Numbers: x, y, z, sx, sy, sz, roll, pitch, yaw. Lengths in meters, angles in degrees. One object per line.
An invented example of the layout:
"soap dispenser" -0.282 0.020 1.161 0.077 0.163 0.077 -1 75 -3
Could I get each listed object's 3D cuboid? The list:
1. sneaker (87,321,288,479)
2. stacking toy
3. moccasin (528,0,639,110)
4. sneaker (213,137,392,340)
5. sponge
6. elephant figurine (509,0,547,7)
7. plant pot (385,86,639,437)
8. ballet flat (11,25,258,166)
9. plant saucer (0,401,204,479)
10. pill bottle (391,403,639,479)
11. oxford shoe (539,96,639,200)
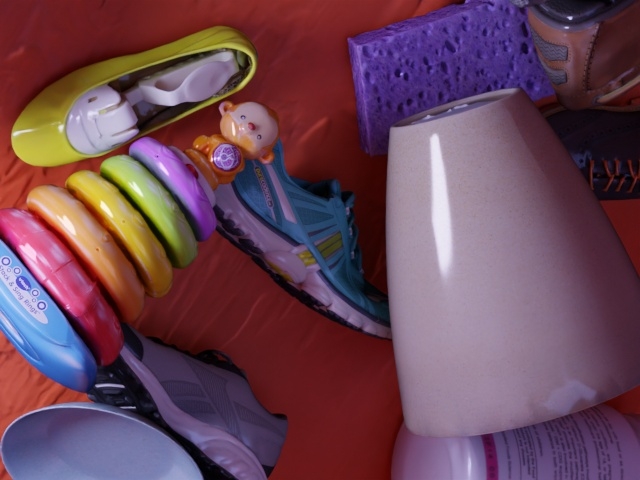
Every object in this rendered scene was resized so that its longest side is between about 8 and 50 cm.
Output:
"sneaker" -0.134 0.137 1.843 0.271 0.100 0.108 45 62 -30
"stacking toy" -0.152 -0.021 1.693 0.302 0.166 0.175 -38 85 -15
"moccasin" 0.374 -0.248 1.874 0.380 0.139 0.147 -36 132 -18
"sneaker" 0.000 0.000 1.833 0.110 0.107 0.275 -51 125 -8
"sponge" 0.128 -0.165 1.859 0.210 0.031 0.117 -20 121 -17
"elephant figurine" 0.229 -0.313 1.777 0.239 0.186 0.169 -30 164 -41
"plant pot" 0.163 0.008 1.804 0.256 0.256 0.274 -20 99 -18
"ballet flat" -0.157 -0.124 1.707 0.231 0.077 0.077 -25 116 -14
"plant saucer" -0.197 0.200 1.818 0.195 0.037 0.195 8 139 7
"pill bottle" 0.230 0.242 2.021 0.283 0.160 0.160 4 111 -28
"oxford shoe" 0.281 -0.082 1.932 0.271 0.098 0.097 -16 120 -19
